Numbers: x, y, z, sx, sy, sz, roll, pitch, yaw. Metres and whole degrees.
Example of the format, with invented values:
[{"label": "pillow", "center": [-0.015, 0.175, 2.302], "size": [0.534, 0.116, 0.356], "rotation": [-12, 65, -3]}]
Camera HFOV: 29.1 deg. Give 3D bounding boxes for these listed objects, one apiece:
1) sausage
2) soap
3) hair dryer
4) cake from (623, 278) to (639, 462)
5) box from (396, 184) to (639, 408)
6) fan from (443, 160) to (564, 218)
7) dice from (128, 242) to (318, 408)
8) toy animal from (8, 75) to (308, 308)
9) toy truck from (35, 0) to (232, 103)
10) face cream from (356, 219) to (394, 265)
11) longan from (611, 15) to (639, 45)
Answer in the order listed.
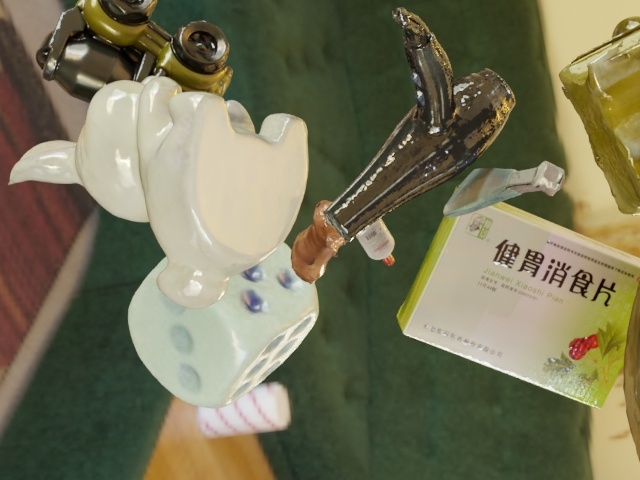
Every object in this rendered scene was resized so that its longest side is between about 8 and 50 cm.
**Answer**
[{"label": "sausage", "center": [0.000, 0.001, 2.035], "size": [0.304, 0.078, 0.078], "rotation": [123, -36, -69]}, {"label": "soap", "center": [0.310, -0.120, 0.915], "size": [0.135, 0.233, 0.076], "rotation": [64, -3, -7]}, {"label": "hair dryer", "center": [0.069, -0.111, 1.001], "size": [0.075, 0.195, 0.219], "rotation": [44, -12, 30]}, {"label": "cake", "center": [0.339, 0.083, 0.731], "size": [0.321, 0.332, 0.332], "rotation": [63, 22, -70]}, {"label": "box", "center": [0.240, 0.067, 1.409], "size": [0.062, 0.260, 0.175], "rotation": [-101, -146, -74]}, {"label": "fan", "center": [0.151, -0.042, 1.047], "size": [0.023, 0.057, 0.282], "rotation": [39, -3, -6]}, {"label": "dice", "center": [-0.185, 0.140, 2.357], "size": [0.262, 0.268, 0.265], "rotation": [46, 38, 12]}, {"label": "toy animal", "center": [-0.196, -0.069, 1.441], "size": [0.196, 0.368, 0.241], "rotation": [16, 93, -46]}, {"label": "toy truck", "center": [-0.236, -0.221, 1.572], "size": [0.224, 0.147, 0.165], "rotation": [33, 59, -8]}, {"label": "face cream", "center": [0.074, 0.003, 1.581], "size": [0.021, 0.040, 0.083], "rotation": [49, -5, 47]}, {"label": "longan", "center": [0.497, -0.311, 1.932], "size": [0.083, 0.075, 0.075], "rotation": [40, 31, -12]}]
